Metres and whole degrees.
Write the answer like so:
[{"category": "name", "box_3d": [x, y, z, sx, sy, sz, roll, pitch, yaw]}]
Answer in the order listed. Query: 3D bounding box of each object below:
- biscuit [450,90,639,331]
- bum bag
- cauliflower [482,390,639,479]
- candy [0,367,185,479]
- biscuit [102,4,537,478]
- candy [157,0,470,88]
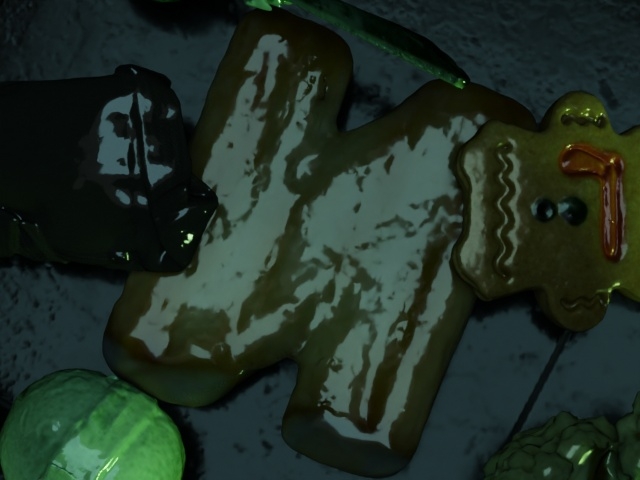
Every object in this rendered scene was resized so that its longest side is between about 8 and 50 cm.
[{"category": "biscuit", "box_3d": [0.199, -0.019, 1.202, 0.225, 0.036, 0.166, 4, 85, -15]}, {"category": "bum bag", "box_3d": [-0.219, -0.056, 1.226, 0.326, 0.080, 0.142, 5, 88, 17]}, {"category": "cauliflower", "box_3d": [0.222, 0.193, 1.090, 0.327, 0.281, 0.260, -49, 51, 2]}, {"category": "candy", "box_3d": [-0.022, 0.228, 1.185, 0.440, 0.119, 0.119, 32, 85, 0]}, {"category": "biscuit", "box_3d": [0.000, 0.000, 1.226, 0.237, 0.062, 0.290, 20, 84, 6]}, {"category": "candy", "box_3d": [-0.029, -0.171, 1.189, 0.323, 0.097, 0.097, 28, 84, 30]}]
